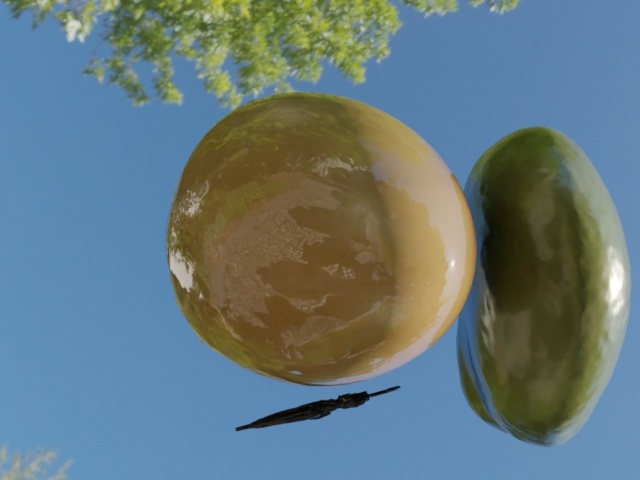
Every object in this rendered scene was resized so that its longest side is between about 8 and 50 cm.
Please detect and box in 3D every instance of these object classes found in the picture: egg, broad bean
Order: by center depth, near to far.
[{"bbox_3d":[0.000,0.000,0.580,0.244,0.201,0.201,16,-54,54],"label":"egg"},{"bbox_3d":[0.174,0.049,0.696,0.119,0.238,0.290,-2,-52,5],"label":"broad bean"}]

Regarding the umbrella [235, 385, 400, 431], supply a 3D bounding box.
[{"bbox_3d":[-0.001,0.120,0.604,0.022,0.122,0.013,117,-40,-72],"label":"umbrella"}]
